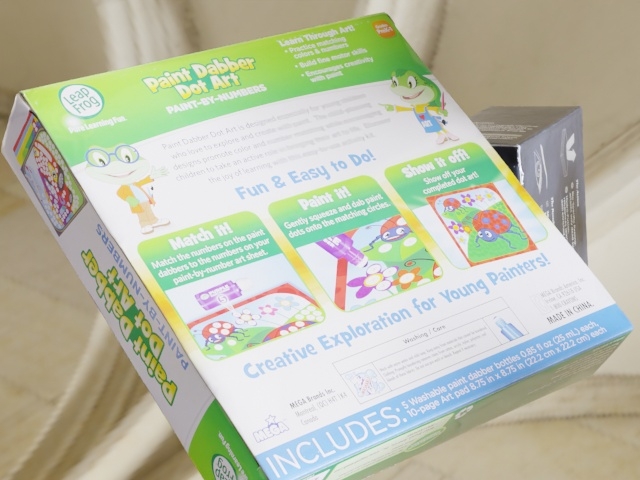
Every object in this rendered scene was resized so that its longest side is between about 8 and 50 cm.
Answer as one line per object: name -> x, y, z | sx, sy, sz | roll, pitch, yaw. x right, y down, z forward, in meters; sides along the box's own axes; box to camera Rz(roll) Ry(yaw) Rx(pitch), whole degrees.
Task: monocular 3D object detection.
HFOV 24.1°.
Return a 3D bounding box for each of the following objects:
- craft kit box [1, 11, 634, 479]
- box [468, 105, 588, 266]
craft kit box -> 0.000, 0.000, 0.786 | 0.247, 0.249, 0.061 | 57, -38, 21
box -> 0.162, -0.025, 1.286 | 0.093, 0.158, 0.156 | 4, -72, 29
